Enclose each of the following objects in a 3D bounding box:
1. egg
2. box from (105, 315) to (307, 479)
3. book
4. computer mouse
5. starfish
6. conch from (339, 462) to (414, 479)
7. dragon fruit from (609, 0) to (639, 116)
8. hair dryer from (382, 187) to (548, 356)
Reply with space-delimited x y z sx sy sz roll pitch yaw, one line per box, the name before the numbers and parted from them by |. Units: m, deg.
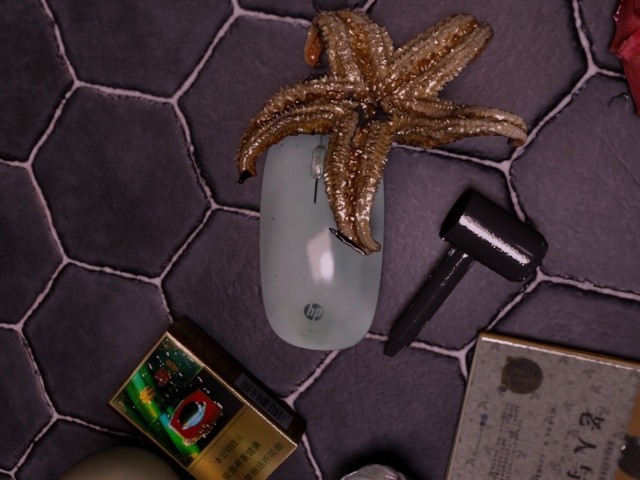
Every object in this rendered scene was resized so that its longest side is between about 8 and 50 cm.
egg | -0.276 0.376 0.779 0.186 0.241 0.185 -3 67 7
box | -0.159 0.245 0.812 0.240 0.071 0.159 40 108 2
book | 0.370 0.276 0.735 0.389 0.032 0.268 10 103 10
computer mouse | -0.001 0.002 0.721 0.160 0.097 0.288 3 102 13
starfish | 0.069 -0.133 0.636 0.312 0.113 0.303 11 76 22
conch | 0.045 0.432 0.765 0.277 0.195 0.220 -38 72 38
dragon fruit | 0.425 -0.241 0.575 0.163 0.189 0.261 31 103 -28
hair dryer | 0.163 0.066 0.719 0.114 0.070 0.248 33 109 3
